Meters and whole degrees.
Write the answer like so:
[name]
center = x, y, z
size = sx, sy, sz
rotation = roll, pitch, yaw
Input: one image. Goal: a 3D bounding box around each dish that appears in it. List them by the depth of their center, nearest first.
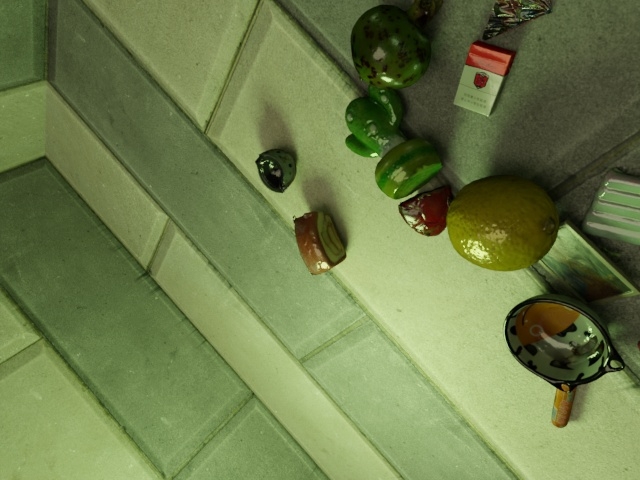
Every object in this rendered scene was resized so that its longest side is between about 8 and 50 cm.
[dish]
center = 0.671, 0.259, 1.295
size = 0.303, 0.120, 0.302
rotation = 21, 126, 31

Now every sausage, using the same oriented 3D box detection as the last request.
[sausage]
center = 0.755, 0.463, 1.426
size = 0.053, 0.053, 0.347
rotation = 15, 128, 34

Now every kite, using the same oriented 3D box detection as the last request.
[kite]
center = 0.425, -0.546, 1.016
size = 0.189, 0.009, 0.232
rotation = 35, 135, 19

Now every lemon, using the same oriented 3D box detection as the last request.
[lemon]
center = 0.457, -0.044, 1.177
size = 0.267, 0.267, 0.267
rotation = 23, 132, 28

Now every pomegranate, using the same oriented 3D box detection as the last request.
[pomegranate]
center = 0.188, -0.490, 1.133
size = 0.211, 0.211, 0.263
rotation = 47, 119, 4

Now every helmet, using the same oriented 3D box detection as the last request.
[helmet]
center = -0.149, -0.261, 1.663
size = 0.153, 0.107, 0.177
rotation = 47, 158, 0

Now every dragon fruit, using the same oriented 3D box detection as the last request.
[dragon fruit]
center = 0.326, -0.073, 1.367
size = 0.121, 0.127, 0.161
rotation = -11, 111, 53

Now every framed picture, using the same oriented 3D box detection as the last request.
[framed picture]
center = 0.665, 0.065, 1.201
size = 0.250, 0.016, 0.184
rotation = 47, 157, 5

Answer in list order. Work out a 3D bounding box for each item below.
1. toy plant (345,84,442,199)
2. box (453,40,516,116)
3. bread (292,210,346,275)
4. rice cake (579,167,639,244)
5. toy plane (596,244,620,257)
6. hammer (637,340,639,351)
[toy plant]
center = 0.186, -0.284, 1.327
size = 0.224, 0.185, 0.315
rotation = -46, 69, 44
[box]
center = 0.396, -0.393, 1.128
size = 0.100, 0.048, 0.152
rotation = 27, 132, 21
[bread]
center = -0.006, 0.004, 1.674
size = 0.123, 0.190, 0.244
rotation = -21, 100, 34
[rice cake]
center = 0.736, -0.067, 1.069
size = 0.198, 0.037, 0.189
rotation = 25, 133, 27
[toy plane]
center = 0.700, 0.039, 1.176
size = 0.111, 0.040, 0.102
rotation = 47, 149, 1
[hammer]
center = 0.867, 0.298, 1.217
size = 0.043, 0.043, 0.083
rotation = -20, 104, 47
